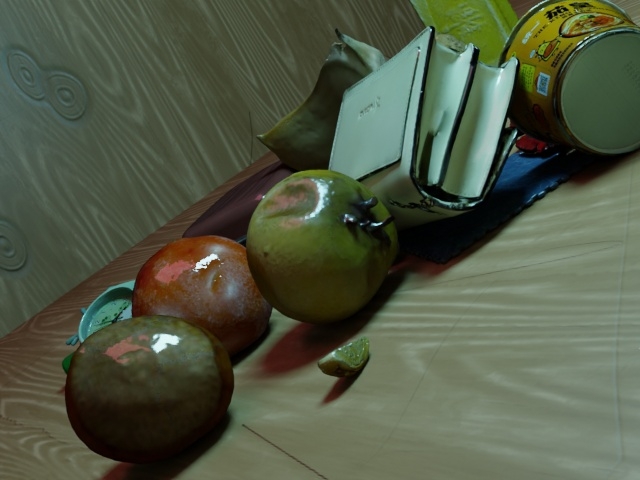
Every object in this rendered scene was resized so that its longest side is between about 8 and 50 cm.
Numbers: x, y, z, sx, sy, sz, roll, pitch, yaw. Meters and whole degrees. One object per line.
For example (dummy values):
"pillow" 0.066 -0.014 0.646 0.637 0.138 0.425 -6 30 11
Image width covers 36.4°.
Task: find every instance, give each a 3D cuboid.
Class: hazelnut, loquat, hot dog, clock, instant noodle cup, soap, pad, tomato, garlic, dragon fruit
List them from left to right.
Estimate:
"clock" -0.377 0.153 1.795 0.210 0.066 0.159 -7 48 33
"hazelnut" -0.210 0.185 1.200 0.214 0.176 0.214 -12 -19 -4
"tomato" -0.181 0.087 1.465 0.232 0.189 0.232 -29 14 8
"loquat" 0.000 0.006 1.290 0.213 0.213 0.213 -30 12 7
"garlic" 0.039 -0.229 1.661 0.196 0.151 0.338 2 -27 -28
"hot dog" 0.032 0.136 1.101 0.030 0.034 0.090 -38 -11 30
"soap" 0.350 -0.532 2.328 0.199 0.315 0.091 -21 17 39
"pad" 0.235 -0.055 1.413 0.269 0.012 0.269 -34 12 -10
"dragon fruit" 0.355 -0.174 1.499 0.192 0.092 0.123 173 111 -71
"instant noodle cup" 0.362 -0.212 1.297 0.215 0.216 0.172 -31 21 5

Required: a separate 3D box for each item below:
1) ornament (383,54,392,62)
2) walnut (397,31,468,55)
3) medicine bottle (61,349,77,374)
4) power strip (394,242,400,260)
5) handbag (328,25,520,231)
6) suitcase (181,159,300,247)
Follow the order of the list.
"ornament" 0.183 -0.231 1.793 0.221 0.235 0.217 -41 19 -6
"walnut" 0.257 -0.379 2.263 0.198 0.198 0.245 -20 27 44
"medicine bottle" -0.380 0.187 1.871 0.260 0.064 0.095 -31 25 9
"power strip" 0.045 0.032 1.455 0.191 0.048 0.030 -21 12 41
"handbag" 0.132 -0.131 1.412 0.358 0.160 0.237 160 128 -71
"suitcase" -0.101 -0.031 1.804 0.236 0.161 0.297 -26 14 26
